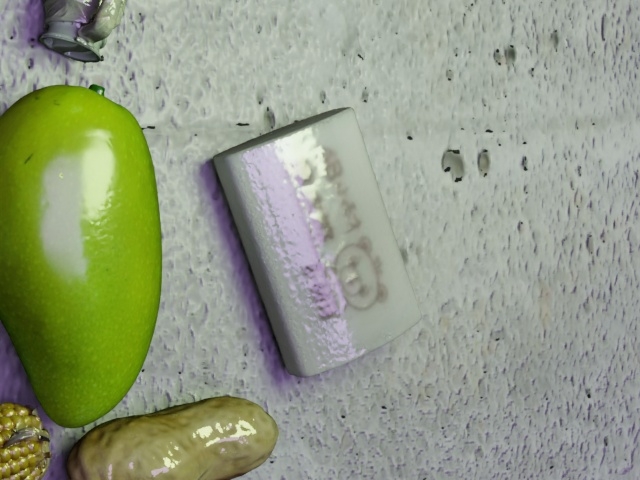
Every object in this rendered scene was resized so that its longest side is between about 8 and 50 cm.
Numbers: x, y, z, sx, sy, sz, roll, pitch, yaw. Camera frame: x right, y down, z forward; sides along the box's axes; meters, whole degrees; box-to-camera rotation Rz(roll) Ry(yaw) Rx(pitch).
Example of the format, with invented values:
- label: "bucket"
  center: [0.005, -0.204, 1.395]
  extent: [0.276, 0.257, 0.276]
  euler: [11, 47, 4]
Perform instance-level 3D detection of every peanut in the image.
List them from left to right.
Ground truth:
- label: "peanut"
  center: [-0.151, 0.229, 1.299]
  extent: [0.236, 0.120, 0.110]
  euler: [-11, 74, -27]

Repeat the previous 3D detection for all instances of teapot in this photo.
- label: "teapot"
  center: [-0.222, -0.287, 1.269]
  extent: [0.077, 0.107, 0.200]
  euler: [23, 78, -39]

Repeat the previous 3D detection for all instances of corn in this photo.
- label: "corn"
  center: [-0.395, 0.239, 1.164]
  extent: [0.293, 0.106, 0.106]
  euler: [-22, 101, -28]

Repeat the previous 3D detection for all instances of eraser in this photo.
- label: "eraser"
  center: [0.000, 0.000, 1.410]
  extent: [0.174, 0.095, 0.270]
  euler: [-24, 101, -26]

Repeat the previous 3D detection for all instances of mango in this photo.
- label: "mango"
  center: [-0.251, 0.017, 1.219]
  extent: [0.192, 0.156, 0.343]
  euler: [-7, 94, -32]
